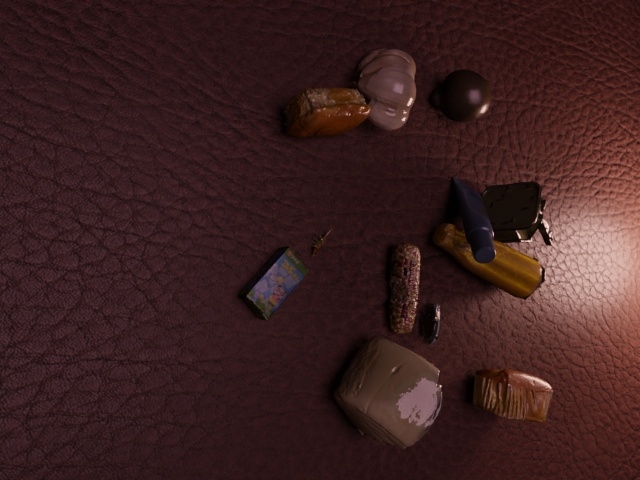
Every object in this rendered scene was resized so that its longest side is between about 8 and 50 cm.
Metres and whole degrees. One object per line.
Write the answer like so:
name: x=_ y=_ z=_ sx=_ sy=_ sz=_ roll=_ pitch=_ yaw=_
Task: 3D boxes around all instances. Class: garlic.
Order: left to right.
garlic: x=0.200 y=-0.479 z=1.816 sx=0.203 sy=0.184 sz=0.281 roll=11 pitch=81 yaw=-16

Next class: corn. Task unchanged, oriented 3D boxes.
corn: x=0.262 y=0.152 z=1.864 sx=0.098 sy=0.098 sz=0.290 roll=9 pitch=84 yaw=-33

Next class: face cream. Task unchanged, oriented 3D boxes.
face cream: x=0.512 y=-0.073 z=1.953 sx=0.135 sy=0.086 sz=0.385 roll=30 pitch=35 yaw=-20

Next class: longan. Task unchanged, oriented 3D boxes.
longan: x=0.480 y=-0.495 z=2.024 sx=0.204 sy=0.159 sz=0.185 roll=-8 pitch=71 yaw=3

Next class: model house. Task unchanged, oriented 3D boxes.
model house: x=0.719 y=-0.049 z=2.145 sx=0.279 sy=0.218 sz=0.205 roll=47 pitch=54 yaw=-41

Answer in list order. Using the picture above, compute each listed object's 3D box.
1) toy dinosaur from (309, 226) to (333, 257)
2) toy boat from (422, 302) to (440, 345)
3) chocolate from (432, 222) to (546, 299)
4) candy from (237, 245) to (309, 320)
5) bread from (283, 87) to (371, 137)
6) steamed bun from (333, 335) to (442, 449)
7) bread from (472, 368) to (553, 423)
toy dinosaur: x=-0.003 y=-0.001 z=1.737 sx=0.041 sy=0.026 sz=0.113 roll=39 pitch=76 yaw=-32
toy boat: x=0.368 y=0.276 z=1.949 sx=0.066 sy=0.059 sz=0.140 roll=20 pitch=72 yaw=-58
chocolate: x=0.579 y=0.052 z=2.041 sx=0.445 sy=0.162 sz=0.162 roll=26 pitch=73 yaw=-27
candy: x=-0.127 y=0.117 z=1.626 sx=0.097 sy=0.062 sz=0.194 roll=50 pitch=63 yaw=-19
bread: x=0.018 y=-0.366 z=1.692 sx=0.245 sy=0.174 sz=0.121 roll=-9 pitch=87 yaw=-41
steamed bun: x=0.215 y=0.436 z=1.710 sx=0.273 sy=0.272 sz=0.290 roll=38 pitch=63 yaw=-25
bread: x=0.660 y=0.525 z=2.034 sx=0.288 sy=0.204 sz=0.156 roll=16 pitch=82 yaw=-27
